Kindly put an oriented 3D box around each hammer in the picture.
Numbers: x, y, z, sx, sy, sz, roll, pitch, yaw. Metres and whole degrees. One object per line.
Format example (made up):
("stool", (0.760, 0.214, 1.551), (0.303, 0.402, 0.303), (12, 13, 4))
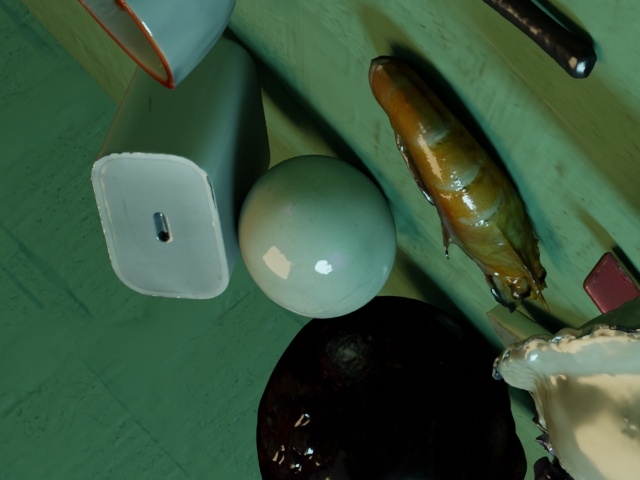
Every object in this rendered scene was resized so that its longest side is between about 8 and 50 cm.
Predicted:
("hammer", (0.058, -0.165, 1.044), (0.246, 0.029, 0.103), (44, 172, 21))

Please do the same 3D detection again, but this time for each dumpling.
("dumpling", (0.212, 0.087, 1.082), (0.247, 0.142, 0.172), (13, 159, 21))

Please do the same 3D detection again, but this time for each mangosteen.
("mangosteen", (0.084, 0.216, 2.061), (0.313, 0.297, 0.297), (35, 180, -27))

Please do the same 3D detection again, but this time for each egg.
("egg", (0.000, 0.000, 1.868), (0.151, 0.151, 0.209), (45, 176, 25))

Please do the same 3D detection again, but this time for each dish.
("dish", (-0.154, -0.249, 1.534), (0.256, 0.117, 0.256), (48, 174, 6))

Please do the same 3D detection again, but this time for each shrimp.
("shrimp", (0.100, -0.037, 1.398), (0.249, 0.068, 0.150), (58, -178, -32))

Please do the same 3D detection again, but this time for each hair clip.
("hair clip", (0.250, 0.235, 1.977), (0.137, 0.090, 0.278), (59, 169, 15))

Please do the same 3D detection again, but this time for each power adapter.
("power adapter", (-0.127, -0.094, 1.906), (0.124, 0.255, 0.187), (4, 133, 11))

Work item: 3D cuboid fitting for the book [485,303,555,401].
("book", (0.281, 0.237, 1.643), (0.379, 0.031, 0.264), (59, 172, -20))

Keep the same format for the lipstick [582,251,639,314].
("lipstick", (0.270, 0.131, 1.311), (0.312, 0.051, 0.051), (50, 175, -14))
